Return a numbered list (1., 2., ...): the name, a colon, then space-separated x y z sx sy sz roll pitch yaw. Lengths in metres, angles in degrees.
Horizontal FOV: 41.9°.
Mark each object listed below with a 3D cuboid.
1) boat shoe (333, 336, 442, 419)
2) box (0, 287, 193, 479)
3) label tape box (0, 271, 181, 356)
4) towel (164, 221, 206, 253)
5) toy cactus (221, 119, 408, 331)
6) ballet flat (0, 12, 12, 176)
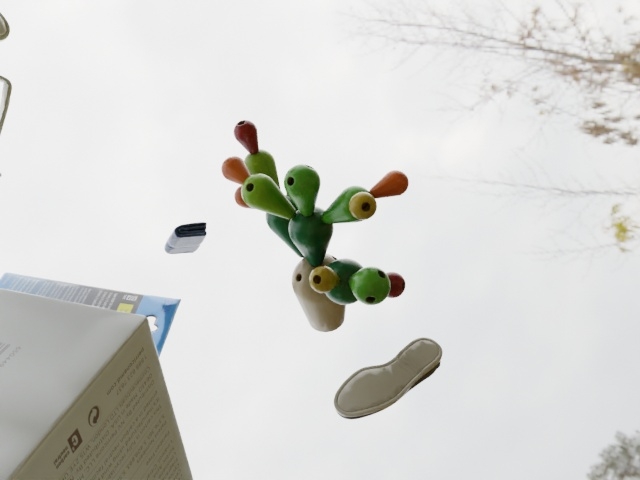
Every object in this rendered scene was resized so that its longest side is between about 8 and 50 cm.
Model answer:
1. boat shoe: 0.104 0.222 1.273 0.206 0.075 0.065 -28 -36 -31
2. box: -0.222 0.221 0.625 0.168 0.215 0.345 -56 -33 -48
3. label tape box: -0.438 0.175 1.486 0.333 0.240 0.106 10 -66 -3
4. towel: -0.257 -0.004 1.587 0.067 0.119 0.029 -5 -105 -22
5. toy cactus: 0.000 0.000 0.712 0.112 0.219 0.180 -34 -42 -25
6. ballet flat: -0.509 -0.255 1.185 0.147 0.147 0.409 -1 -86 -42
